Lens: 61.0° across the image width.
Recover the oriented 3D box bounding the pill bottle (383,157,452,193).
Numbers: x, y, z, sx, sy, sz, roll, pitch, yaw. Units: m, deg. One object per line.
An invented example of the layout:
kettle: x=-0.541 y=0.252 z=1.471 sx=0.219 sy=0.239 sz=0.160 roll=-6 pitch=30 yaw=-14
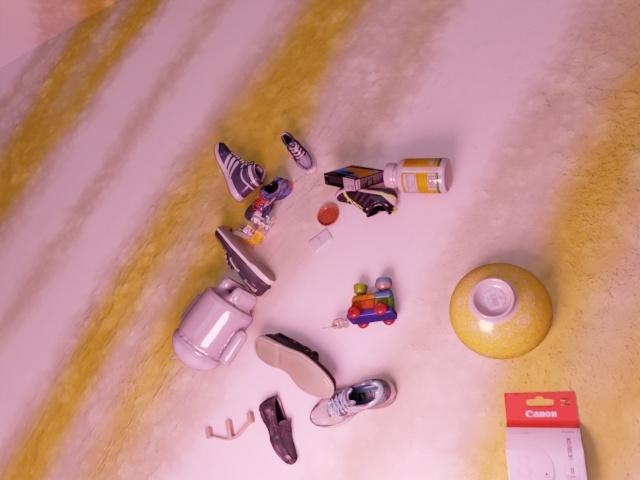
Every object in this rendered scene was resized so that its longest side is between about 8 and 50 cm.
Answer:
pill bottle: x=0.323 y=-0.216 z=1.814 sx=0.209 sy=0.117 sz=0.117 roll=3 pitch=71 yaw=27

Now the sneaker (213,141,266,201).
sneaker: x=-0.318 y=-0.305 z=2.167 sx=0.153 sy=0.099 sz=0.282 roll=-31 pitch=66 yaw=17

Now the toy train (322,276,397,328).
toy train: x=0.120 y=0.202 z=1.755 sx=0.248 sy=0.105 sz=0.143 roll=-11 pitch=55 yaw=22

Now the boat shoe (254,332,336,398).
boat shoe: x=-0.063 y=0.390 z=1.755 sx=0.340 sy=0.113 sz=0.127 roll=17 pitch=112 yaw=38

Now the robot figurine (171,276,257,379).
robot figurine: x=-0.374 y=0.303 z=1.884 sx=0.300 sy=0.200 sz=0.353 roll=35 pitch=87 yaw=41

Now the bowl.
bowl: x=0.499 y=0.183 z=1.543 sx=0.290 sy=0.156 sz=0.289 roll=-9 pitch=66 yaw=22

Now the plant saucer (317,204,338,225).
plant saucer: x=0.028 y=-0.090 z=1.964 sx=0.084 sy=0.013 sz=0.083 roll=-9 pitch=66 yaw=21

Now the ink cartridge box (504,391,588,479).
ink cartridge box: x=0.583 y=0.517 z=1.425 sx=0.189 sy=0.066 sz=0.232 roll=-8 pitch=70 yaw=23

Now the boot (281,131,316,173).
boot: x=-0.089 y=-0.335 z=2.079 sx=0.069 sy=0.086 sz=0.190 roll=-41 pitch=58 yaw=5

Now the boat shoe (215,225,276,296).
boat shoe: x=-0.293 y=0.074 z=1.966 sx=0.302 sy=0.114 sz=0.091 roll=46 pitch=103 yaw=19

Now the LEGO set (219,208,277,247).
LEGO set: x=-0.256 y=-0.052 z=2.038 sx=0.287 sy=0.132 sz=0.107 roll=-12 pitch=39 yaw=51

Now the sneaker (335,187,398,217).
sneaker: x=0.153 y=-0.130 z=1.880 sx=0.235 sy=0.084 sz=0.097 roll=3 pitch=74 yaw=27

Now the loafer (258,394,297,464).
loafer: x=-0.125 y=0.596 z=1.717 sx=0.078 sy=0.076 sz=0.223 roll=-41 pitch=54 yaw=14

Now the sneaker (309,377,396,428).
sneaker: x=0.081 y=0.480 z=1.639 sx=0.283 sy=0.122 sz=0.110 roll=-28 pitch=60 yaw=13

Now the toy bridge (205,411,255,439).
toy bridge: x=-0.303 y=0.634 z=1.817 sx=0.188 sy=0.026 sz=0.063 roll=-25 pitch=62 yaw=15

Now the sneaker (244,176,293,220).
sneaker: x=-0.211 y=-0.164 z=2.067 sx=0.221 sy=0.087 sz=0.083 roll=-45 pitch=57 yaw=3

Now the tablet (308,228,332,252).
tablet: x=0.000 y=0.000 z=1.945 sx=0.083 sy=0.006 sz=0.054 roll=-36 pitch=58 yaw=7

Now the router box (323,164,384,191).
router box: x=0.116 y=-0.218 z=1.879 sx=0.133 sy=0.046 sz=0.179 roll=-20 pitch=23 yaw=-30
